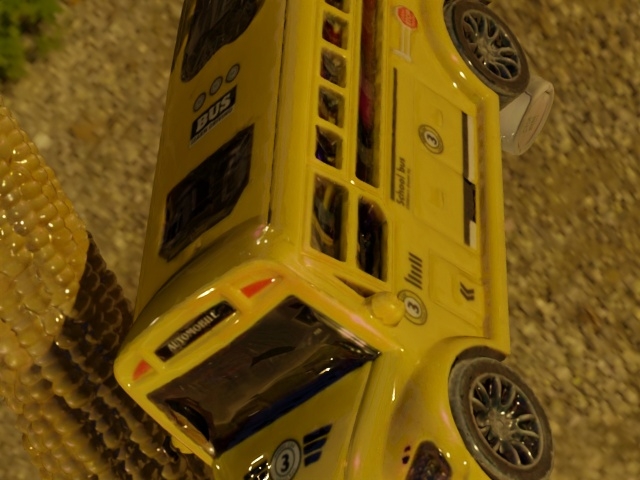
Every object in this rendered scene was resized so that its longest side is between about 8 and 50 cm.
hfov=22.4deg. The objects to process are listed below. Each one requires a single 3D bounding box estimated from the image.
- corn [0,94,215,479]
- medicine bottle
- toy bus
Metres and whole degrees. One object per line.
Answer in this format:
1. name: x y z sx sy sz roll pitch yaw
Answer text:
1. corn: -0.132 0.045 0.797 0.086 0.288 0.086 -27 15 8
2. medicine bottle: 0.063 -0.124 1.117 0.199 0.057 0.057 28 83 20
3. toy bus: 0.000 0.000 0.728 0.145 0.151 0.331 -35 36 36
